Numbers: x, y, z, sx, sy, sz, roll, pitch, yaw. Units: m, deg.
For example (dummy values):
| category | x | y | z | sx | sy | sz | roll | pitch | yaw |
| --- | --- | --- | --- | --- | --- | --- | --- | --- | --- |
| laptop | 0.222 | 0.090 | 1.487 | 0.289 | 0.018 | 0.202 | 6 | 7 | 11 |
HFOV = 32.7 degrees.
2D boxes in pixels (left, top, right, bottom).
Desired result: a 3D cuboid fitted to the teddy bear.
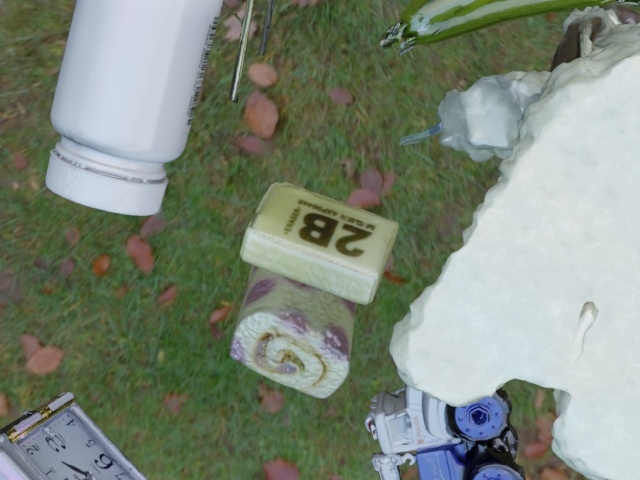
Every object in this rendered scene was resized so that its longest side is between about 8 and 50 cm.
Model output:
| category | x | y | z | sx | sy | sz | roll | pitch | yaw |
| --- | --- | --- | --- | --- | --- | --- | --- | --- | --- |
| teddy bear | 0.241 | -0.030 | 0.909 | 0.327 | 0.362 | 0.376 | 25 | 95 | 7 |

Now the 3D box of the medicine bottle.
| category | x | y | z | sx | sy | sz | roll | pitch | yaw |
| --- | --- | --- | --- | --- | --- | --- | --- | --- | --- |
| medicine bottle | -0.139 | -0.120 | 0.805 | 0.102 | 0.103 | 0.187 | 15 | 103 | -3 |

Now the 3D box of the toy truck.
| category | x | y | z | sx | sy | sz | roll | pitch | yaw |
| --- | --- | --- | --- | --- | --- | --- | --- | --- | --- |
| toy truck | 0.146 | 0.232 | 1.296 | 0.176 | 0.161 | 0.213 | -11 | 103 | 9 |

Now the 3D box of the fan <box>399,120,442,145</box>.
| category | x | y | z | sx | sy | sz | roll | pitch | yaw |
| --- | --- | --- | --- | --- | --- | --- | --- | --- | --- |
| fan | 0.167 | -0.170 | 1.730 | 0.038 | 0.193 | 0.016 | -8 | 90 | -12 |

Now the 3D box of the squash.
| category | x | y | z | sx | sy | sz | roll | pitch | yaw |
| --- | --- | --- | --- | --- | --- | --- | --- | --- | --- |
| squash | 0.215 | -0.278 | 1.229 | 0.318 | 0.071 | 0.080 | -12 | 127 | -4 |

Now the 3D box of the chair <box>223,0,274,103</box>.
| category | x | y | z | sx | sy | sz | roll | pitch | yaw |
| --- | --- | --- | --- | --- | --- | --- | --- | --- | --- |
| chair | -0.105 | -0.329 | 1.206 | 0.159 | 0.170 | 0.326 | 19 | 129 | 4 |

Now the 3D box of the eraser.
| category | x | y | z | sx | sy | sz | roll | pitch | yaw |
| --- | --- | --- | --- | --- | --- | --- | --- | --- | --- |
| eraser | 0.000 | 0.000 | 1.331 | 0.172 | 0.117 | 0.058 | 20 | 134 | 5 |

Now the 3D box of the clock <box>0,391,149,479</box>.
| category | x | y | z | sx | sy | sz | roll | pitch | yaw |
| --- | --- | --- | --- | --- | --- | --- | --- | --- | --- |
| clock | -0.337 | 0.342 | 1.508 | 0.253 | 0.186 | 0.083 | 45 | 120 | 8 |

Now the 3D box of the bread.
| category | x | y | z | sx | sy | sz | roll | pitch | yaw |
| --- | --- | --- | --- | --- | --- | --- | --- | --- | --- |
| bread | -0.028 | 0.077 | 1.775 | 0.187 | 0.338 | 0.155 | 23 | 126 | -9 |
